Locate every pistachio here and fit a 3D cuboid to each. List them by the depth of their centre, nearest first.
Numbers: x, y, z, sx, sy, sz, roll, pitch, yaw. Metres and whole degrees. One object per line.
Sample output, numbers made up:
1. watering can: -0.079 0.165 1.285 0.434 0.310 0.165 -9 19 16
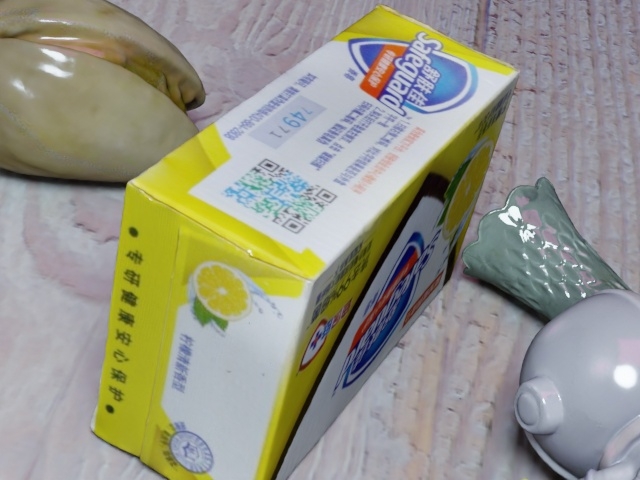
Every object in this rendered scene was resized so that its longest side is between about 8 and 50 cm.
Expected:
1. pistachio: -0.158 -0.094 0.760 0.184 0.124 0.124 17 33 -26

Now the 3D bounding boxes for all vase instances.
1. vase: 0.164 0.038 0.738 0.081 0.081 0.149 -19 53 -38

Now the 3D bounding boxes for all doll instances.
1. doll: 0.186 0.129 0.575 0.150 0.151 0.287 -3 38 -25

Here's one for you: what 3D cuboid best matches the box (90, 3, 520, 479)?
1. box: 0.000 0.000 0.650 0.097 0.168 0.265 26 36 16
